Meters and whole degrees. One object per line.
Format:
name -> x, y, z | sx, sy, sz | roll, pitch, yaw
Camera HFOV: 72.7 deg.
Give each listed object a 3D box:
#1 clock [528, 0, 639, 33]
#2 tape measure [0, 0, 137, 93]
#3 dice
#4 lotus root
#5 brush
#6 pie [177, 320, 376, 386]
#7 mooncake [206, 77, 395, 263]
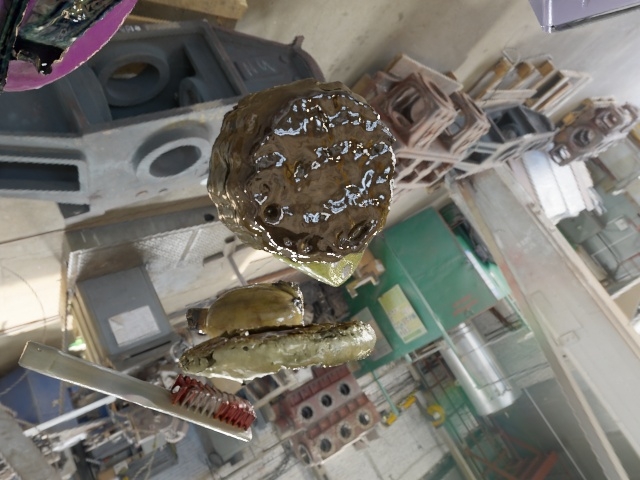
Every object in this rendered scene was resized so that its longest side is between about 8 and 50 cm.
clock -> 0.380, -0.356, 0.562 | 0.194, 0.144, 0.073 | -9, 139, 19
tape measure -> -0.250, -0.216, 0.342 | 0.245, 0.149, 0.231 | -45, -170, 16
dice -> 0.000, 0.000, 1.395 | 0.233, 0.227, 0.238 | -63, 149, -6
lotus root -> -0.189, 0.190, 1.065 | 0.311, 0.182, 0.183 | -6, 166, 8
brush -> -0.223, 0.197, 0.585 | 0.321, 0.060, 0.050 | 32, 89, -28
pie -> -0.060, 0.150, 0.610 | 0.275, 0.055, 0.274 | -6, 173, -1
mooncake -> -0.027, -0.116, 0.760 | 0.324, 0.323, 0.187 | -24, -159, -20
